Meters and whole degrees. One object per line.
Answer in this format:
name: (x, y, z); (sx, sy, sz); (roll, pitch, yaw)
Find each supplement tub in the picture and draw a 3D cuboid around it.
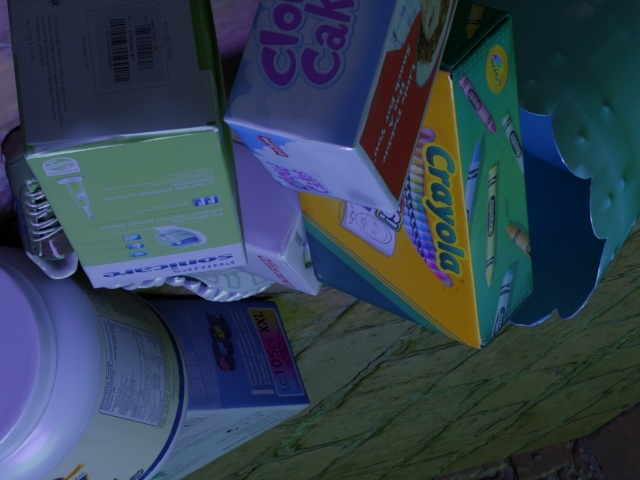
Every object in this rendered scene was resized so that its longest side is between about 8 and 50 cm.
supplement tub: (-0.286, 0.133, 1.757); (0.235, 0.235, 0.325); (-25, 163, 12)

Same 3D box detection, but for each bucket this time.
bucket: (0.155, -0.091, 1.497); (0.183, 0.281, 0.281); (-46, 179, -33)

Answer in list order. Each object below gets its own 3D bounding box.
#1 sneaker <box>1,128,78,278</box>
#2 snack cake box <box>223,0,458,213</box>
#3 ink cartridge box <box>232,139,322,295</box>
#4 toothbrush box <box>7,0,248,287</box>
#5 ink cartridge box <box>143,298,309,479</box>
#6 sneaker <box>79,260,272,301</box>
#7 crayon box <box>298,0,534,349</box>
sneaker: (-0.231, -0.027, 1.583); (0.064, 0.086, 0.192); (-17, 162, -13)
snack cake box: (0.032, -0.167, 1.174); (0.089, 0.264, 0.152); (14, 169, 14)
ink cartridge box: (-0.093, -0.036, 1.537); (0.203, 0.086, 0.148); (18, 170, 15)
toothbrush box: (-0.127, -0.110, 1.222); (0.122, 0.206, 0.283); (-8, 162, -2)
ink cartridge box: (-0.239, 0.185, 2.118); (0.270, 0.151, 0.395); (-32, 162, 29)
sneaker: (-0.096, -0.003, 1.751); (0.118, 0.110, 0.292); (-18, 170, 37)
crayon box: (0.064, -0.063, 1.380); (0.081, 0.165, 0.278); (-45, 142, -32)
